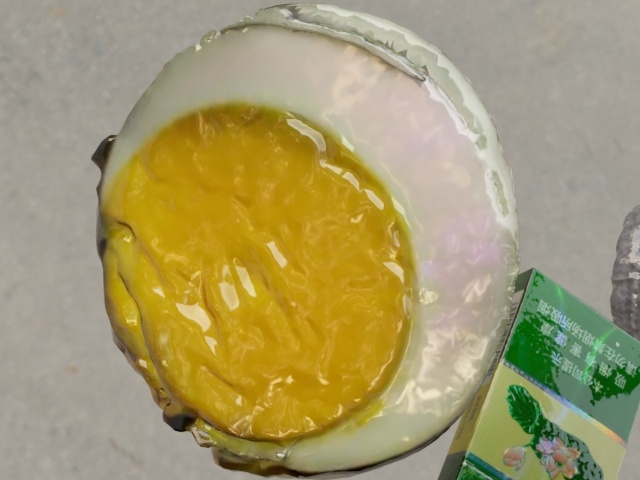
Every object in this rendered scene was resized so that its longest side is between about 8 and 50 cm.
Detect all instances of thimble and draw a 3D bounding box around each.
[{"bbox_3d":[0.340,0.038,1.354,0.150,0.098,0.150,-20,113,-61],"label":"thimble"}]

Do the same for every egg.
[{"bbox_3d":[0.004,-0.001,0.894,0.174,0.264,0.286,-23,109,-72],"label":"egg"}]

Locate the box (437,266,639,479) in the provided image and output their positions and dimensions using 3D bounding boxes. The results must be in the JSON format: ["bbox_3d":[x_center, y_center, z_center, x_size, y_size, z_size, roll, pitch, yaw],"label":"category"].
[{"bbox_3d":[0.166,0.150,1.056,0.132,0.034,0.235,35,60,-16],"label":"box"}]
